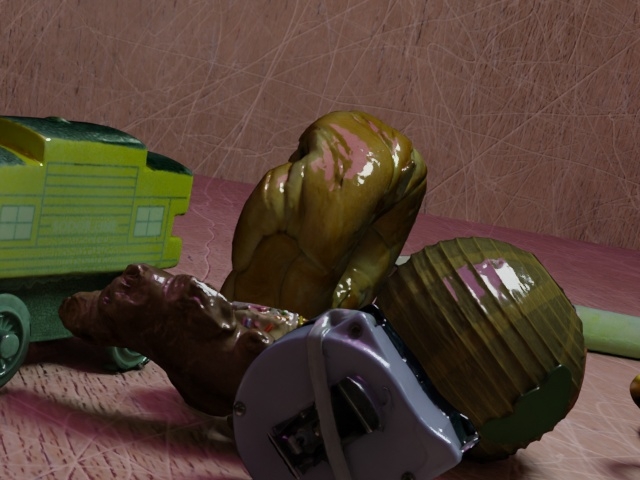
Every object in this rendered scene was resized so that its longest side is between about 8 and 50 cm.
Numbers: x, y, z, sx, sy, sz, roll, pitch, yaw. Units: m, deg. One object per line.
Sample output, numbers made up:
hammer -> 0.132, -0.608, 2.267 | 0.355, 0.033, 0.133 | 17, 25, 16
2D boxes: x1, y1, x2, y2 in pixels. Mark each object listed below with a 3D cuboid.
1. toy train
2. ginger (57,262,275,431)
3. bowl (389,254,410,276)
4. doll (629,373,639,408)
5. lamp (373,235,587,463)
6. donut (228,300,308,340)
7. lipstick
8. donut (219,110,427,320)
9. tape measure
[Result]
toy train -> -0.304, 0.002, 1.369 | 0.179, 0.272, 0.442 | 14, 8, 28
ginger -> -0.102, 0.115, 1.259 | 0.333, 0.166, 0.080 | 25, 50, 2
bowl -> 0.205, 0.107, 1.909 | 0.237, 0.126, 0.238 | 12, 9, -2
doll -> 0.545, 0.206, 1.421 | 0.318, 0.209, 0.340 | 22, 11, -28
lamp -> 0.148, 0.132, 1.398 | 0.250, 0.284, 0.250 | 54, 4, -5
donut -> -0.064, 0.128, 1.364 | 0.174, 0.068, 0.175 | 14, -27, 7
lipstick -> 0.553, 0.168, 2.195 | 0.304, 0.076, 0.076 | 10, 9, -12
donut -> 0.000, 0.000, 1.675 | 0.170, 0.360, 0.360 | 31, 13, 16
tape measure -> 0.017, 0.157, 1.124 | 0.182, 0.181, 0.107 | 50, 19, 6
